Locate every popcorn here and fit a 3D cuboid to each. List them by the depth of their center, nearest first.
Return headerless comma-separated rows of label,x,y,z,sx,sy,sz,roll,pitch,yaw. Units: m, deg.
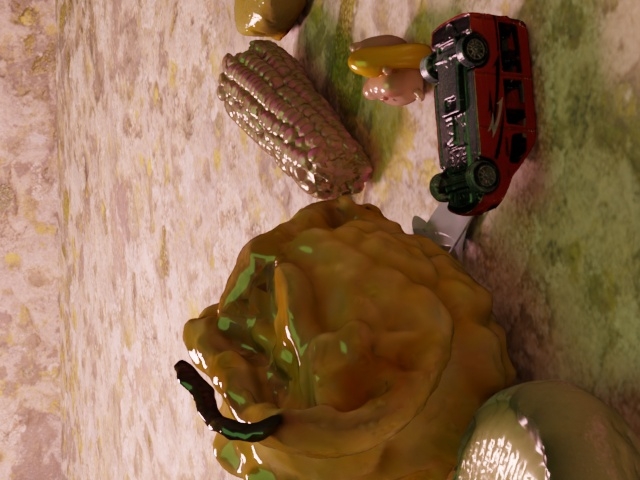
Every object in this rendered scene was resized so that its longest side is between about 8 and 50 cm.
popcorn,0.009,0.139,1.098,0.349,0.381,0.349,3,97,27

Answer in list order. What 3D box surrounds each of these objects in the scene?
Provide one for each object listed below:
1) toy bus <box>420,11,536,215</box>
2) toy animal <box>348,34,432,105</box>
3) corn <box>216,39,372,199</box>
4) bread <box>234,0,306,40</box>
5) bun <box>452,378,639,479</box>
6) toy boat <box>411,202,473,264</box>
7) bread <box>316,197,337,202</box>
toy bus,0.160,-0.121,1.077,0.081,0.089,0.195,164,103,-64
toy animal,0.074,-0.192,1.271,0.114,0.091,0.082,38,139,57
corn,-0.038,-0.161,1.483,0.335,0.126,0.127,53,138,45
bread,-0.070,-0.365,1.568,0.125,0.086,0.156,17,110,57
bun,0.212,0.261,0.928,0.287,0.146,0.287,179,90,-76
toy boat,0.134,-0.013,1.205,0.105,0.034,0.149,42,131,51
bread,0.000,0.000,1.505,0.154,0.028,0.068,113,145,-44
